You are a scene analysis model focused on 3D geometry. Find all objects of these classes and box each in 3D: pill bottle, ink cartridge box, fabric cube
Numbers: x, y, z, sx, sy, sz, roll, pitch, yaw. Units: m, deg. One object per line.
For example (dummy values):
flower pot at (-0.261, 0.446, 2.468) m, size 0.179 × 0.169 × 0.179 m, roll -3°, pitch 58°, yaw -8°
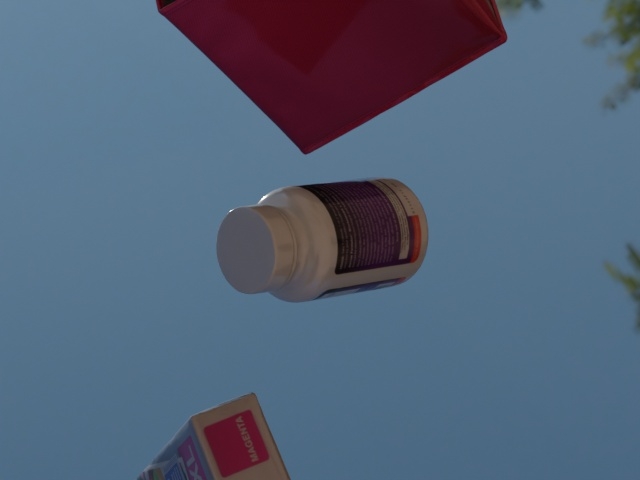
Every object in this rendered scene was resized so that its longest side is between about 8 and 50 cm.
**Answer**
pill bottle at (0.000, 0.000, 1.699) m, size 0.193 × 0.108 × 0.108 m, roll -8°, pitch -113°, yaw -45°
ink cartridge box at (-0.077, 0.247, 1.390) m, size 0.065 × 0.311 × 0.186 m, roll -18°, pitch -104°, yaw -21°
fabric cube at (-0.001, -0.297, 1.840) m, size 0.258 × 0.254 × 0.259 m, roll 42°, pitch -154°, yaw -43°
